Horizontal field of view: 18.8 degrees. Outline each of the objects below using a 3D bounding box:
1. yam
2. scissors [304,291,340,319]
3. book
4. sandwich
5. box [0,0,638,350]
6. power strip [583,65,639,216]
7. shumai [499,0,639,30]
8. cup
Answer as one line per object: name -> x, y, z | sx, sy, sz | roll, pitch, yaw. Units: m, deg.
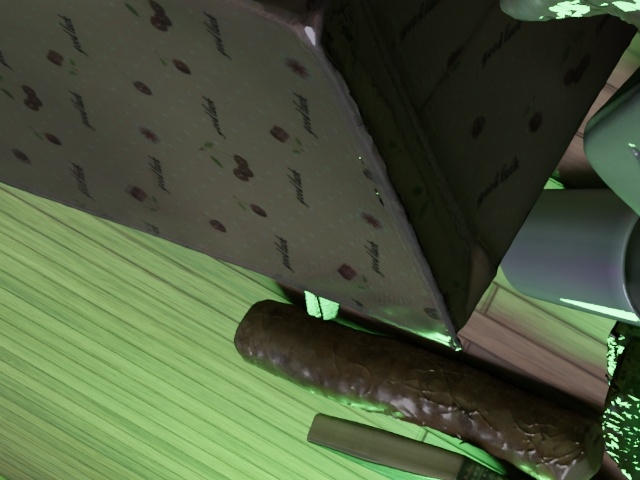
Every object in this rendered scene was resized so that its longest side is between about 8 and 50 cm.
yam -> 0.071, 0.109, 1.400 | 0.300, 0.066, 0.066 | 19, 157, 33
scissors -> 0.000, 0.000, 1.209 | 0.160, 0.024, 0.317 | -1, 161, -1
book -> 0.142, 0.207, 1.492 | 0.264, 0.027, 0.202 | 29, 170, -30
sandwich -> 0.249, 0.129, 1.156 | 0.159, 0.079, 0.235 | 21, 158, 27
box -> -0.048, -0.125, 0.819 | 0.297, 0.190, 0.225 | 18, 157, 30
power strip -> 0.230, -0.026, 0.791 | 0.193, 0.059, 0.265 | 43, 159, -1
shumai -> 0.097, -0.131, 0.443 | 0.304, 0.309, 0.263 | -5, -171, -33
cup -> 0.165, 0.009, 1.024 | 0.104, 0.074, 0.116 | 9, 179, -33
